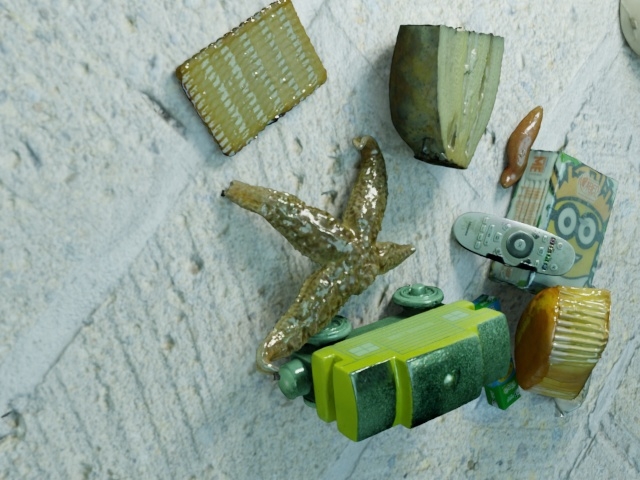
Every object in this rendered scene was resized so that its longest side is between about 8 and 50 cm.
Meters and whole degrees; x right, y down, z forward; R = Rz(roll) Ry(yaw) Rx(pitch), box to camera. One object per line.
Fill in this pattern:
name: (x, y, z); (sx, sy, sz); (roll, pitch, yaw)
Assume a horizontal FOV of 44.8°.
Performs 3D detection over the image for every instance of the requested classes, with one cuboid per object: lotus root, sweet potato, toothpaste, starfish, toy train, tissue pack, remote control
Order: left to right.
starfish: (0.000, 0.000, 1.370); (0.432, 0.082, 0.324); (-30, 101, -30)
toy train: (0.149, 0.216, 1.431); (0.442, 0.272, 0.179); (-15, 110, -32)
lotus root: (0.228, -0.269, 1.481); (0.267, 0.149, 0.260); (-12, 110, -51)
toothpaste: (0.387, 0.250, 1.736); (0.065, 0.050, 0.267); (-31, 115, -30)
remote control: (0.400, 0.008, 1.619); (0.045, 0.256, 0.097); (24, 86, -77)
sweet potato: (0.435, -0.205, 1.689); (0.055, 0.058, 0.202); (26, 87, -78)
tissue pack: (0.523, -0.024, 1.733); (0.228, 0.128, 0.311); (18, 88, -35)

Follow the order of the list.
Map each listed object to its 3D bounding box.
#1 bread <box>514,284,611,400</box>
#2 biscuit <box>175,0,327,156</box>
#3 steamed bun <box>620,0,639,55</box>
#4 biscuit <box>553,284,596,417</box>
bread: (0.501, 0.210, 1.655); (0.288, 0.156, 0.204); (94, 9, -58)
biscuit: (-0.112, -0.277, 1.309); (0.254, 0.029, 0.172); (-41, 119, -22)
steamed bun: (0.856, -0.564, 1.837); (0.283, 0.177, 0.283); (-6, 102, -33)
biscuit: (0.622, 0.262, 1.859); (0.186, 0.079, 0.309); (-1, 100, -68)
